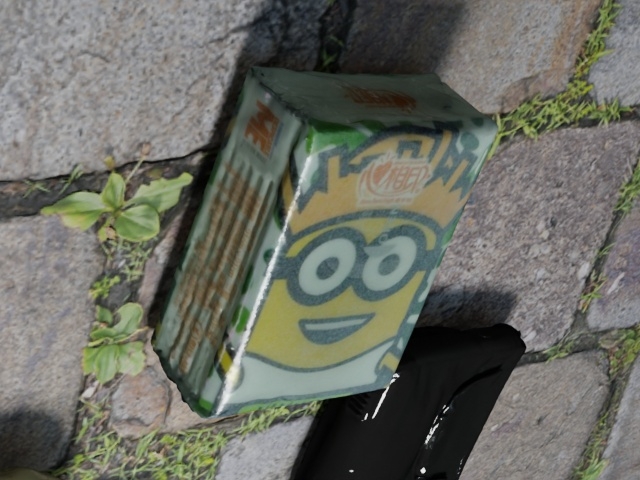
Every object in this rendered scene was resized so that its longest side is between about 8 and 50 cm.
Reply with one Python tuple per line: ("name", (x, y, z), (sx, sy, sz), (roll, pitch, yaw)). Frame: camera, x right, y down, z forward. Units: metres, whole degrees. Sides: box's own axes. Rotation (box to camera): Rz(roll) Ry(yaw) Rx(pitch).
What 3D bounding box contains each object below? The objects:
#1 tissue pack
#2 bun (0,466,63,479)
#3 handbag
("tissue pack", (0.000, 0.000, 1.244), (0.228, 0.128, 0.310), (-5, 128, -39))
("bun", (-0.286, 0.275, 1.276), (0.183, 0.102, 0.183), (-9, 130, -11))
("handbag", (0.097, 0.211, 1.552), (0.244, 0.088, 0.275), (-3, 123, -41))
